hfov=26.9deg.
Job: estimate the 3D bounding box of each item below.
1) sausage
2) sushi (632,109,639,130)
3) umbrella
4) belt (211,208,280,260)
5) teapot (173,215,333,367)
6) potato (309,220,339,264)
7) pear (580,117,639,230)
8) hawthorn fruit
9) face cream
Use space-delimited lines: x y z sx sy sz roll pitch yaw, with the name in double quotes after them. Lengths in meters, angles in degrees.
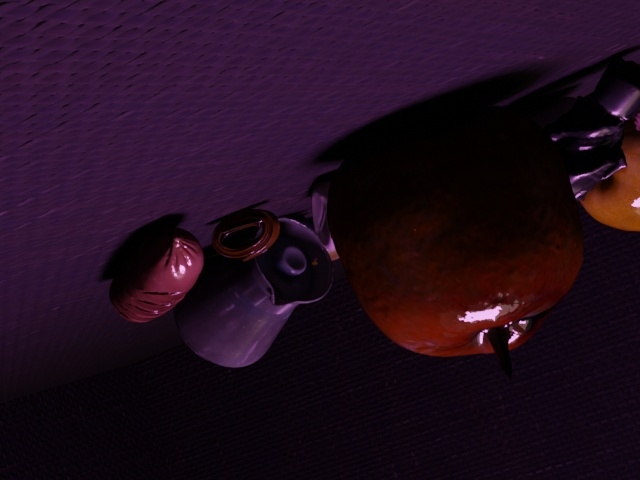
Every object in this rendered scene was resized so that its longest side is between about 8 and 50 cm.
-0.208 0.050 1.656 0.088 0.088 0.433 -19 175 -17 "sausage"
0.512 -0.176 1.676 0.241 0.161 0.107 -21 174 21 "sushi"
0.283 -0.056 1.591 0.336 0.154 0.128 -43 -175 29 "umbrella"
-0.092 -0.007 1.652 0.083 0.059 0.036 -21 176 11 "belt"
-0.090 0.062 1.928 0.225 0.171 0.203 -37 -163 45 "teapot"
0.000 0.000 2.048 0.138 0.070 0.091 -20 174 -5 "potato"
0.504 -0.117 2.113 0.209 0.209 0.209 -20 175 -2 "pear"
0.154 0.011 1.458 0.268 0.301 0.268 -14 172 -2 "hawthorn fruit"
0.161 -0.084 1.698 0.348 0.081 0.173 -19 167 -9 "face cream"
